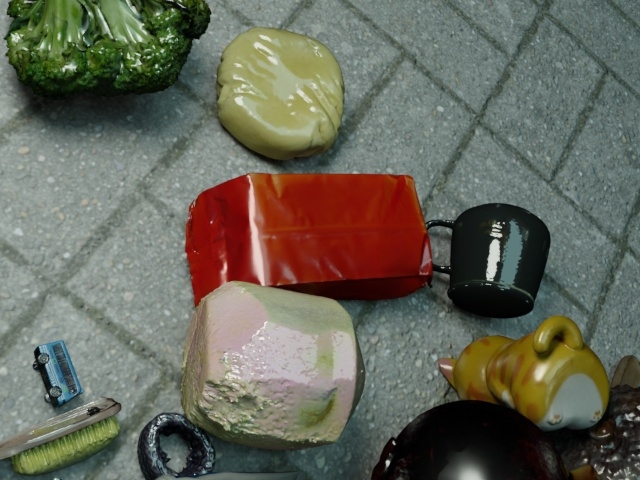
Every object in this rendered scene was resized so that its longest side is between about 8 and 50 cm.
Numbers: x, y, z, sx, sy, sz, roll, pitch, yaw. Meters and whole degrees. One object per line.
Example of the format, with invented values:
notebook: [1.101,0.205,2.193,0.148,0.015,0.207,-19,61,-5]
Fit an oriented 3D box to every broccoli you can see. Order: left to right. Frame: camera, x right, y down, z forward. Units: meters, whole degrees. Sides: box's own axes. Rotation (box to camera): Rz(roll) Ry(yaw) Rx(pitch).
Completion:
broccoli: [-0.325,-0.347,1.175,0.304,0.283,0.321,-30,54,-20]

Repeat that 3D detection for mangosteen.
mangosteen: [0.235,0.389,1.131,0.347,0.307,0.307,26,58,2]

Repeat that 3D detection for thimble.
thimble: [-0.194,0.285,1.100,0.095,0.066,0.104,-6,72,-27]

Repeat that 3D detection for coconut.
coconut: [-0.054,0.180,1.117,0.245,0.233,0.233,12,64,-19]

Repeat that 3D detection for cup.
cup: [0.278,0.034,1.411,0.223,0.169,0.176,10,70,8]

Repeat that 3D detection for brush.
brush: [-0.390,0.277,1.005,0.313,0.072,0.067,-18,92,-31]

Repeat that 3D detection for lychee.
lychee: [0.477,0.380,1.297,0.300,0.300,0.300,11,65,-24]

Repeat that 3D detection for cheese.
cheese: [-0.068,-0.240,1.364,0.226,0.117,0.214,15,67,-16]

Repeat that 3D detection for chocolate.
chocolate: [0.569,0.264,1.528,0.064,0.031,0.100,49,58,-23]

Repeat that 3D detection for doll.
doll: [0.320,0.221,1.281,0.167,0.270,0.162,9,72,-27]

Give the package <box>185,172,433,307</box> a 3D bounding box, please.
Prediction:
package: [0.001,0.000,1.289,0.424,0.123,0.196,-1,68,-29]

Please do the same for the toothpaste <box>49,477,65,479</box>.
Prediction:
toothpaste: [-0.211,0.412,1.038,0.337,0.067,0.081,31,60,-13]

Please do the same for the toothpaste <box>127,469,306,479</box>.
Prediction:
toothpaste: [-0.134,0.340,1.066,0.266,0.061,0.096,15,104,-42]

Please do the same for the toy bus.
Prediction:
toy bus: [-0.349,0.177,1.081,0.046,0.038,0.083,-17,79,-35]
